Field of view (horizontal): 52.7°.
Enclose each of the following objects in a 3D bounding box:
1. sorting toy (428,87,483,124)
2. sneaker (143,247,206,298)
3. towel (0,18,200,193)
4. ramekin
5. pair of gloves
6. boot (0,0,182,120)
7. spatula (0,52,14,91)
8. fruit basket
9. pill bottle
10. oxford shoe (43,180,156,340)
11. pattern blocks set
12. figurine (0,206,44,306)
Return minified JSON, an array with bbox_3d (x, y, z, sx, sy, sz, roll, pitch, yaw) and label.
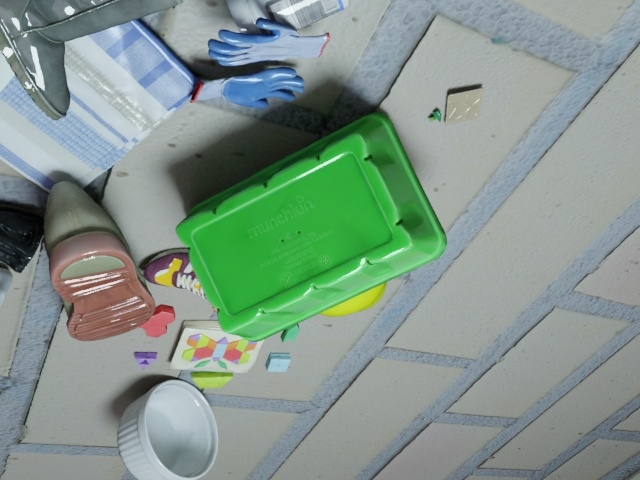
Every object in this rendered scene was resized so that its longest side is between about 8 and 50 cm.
[{"bbox_3d":[0.207,-0.205,0.993,0.083,0.012,0.062,-13,142,-8],"label":"sorting toy"},{"bbox_3d":[-0.206,0.063,1.098,0.185,0.084,0.070,-5,136,-11],"label":"sneaker"},{"bbox_3d":[-0.322,-0.187,0.849,0.285,0.034,0.209,-34,131,16],"label":"towel"},{"bbox_3d":[-0.321,0.403,1.335,0.109,0.207,0.207,-27,136,25],"label":"ramekin"},{"bbox_3d":[-0.077,-0.218,0.824,0.159,0.023,0.198,-10,166,-26],"label":"pair of gloves"},{"bbox_3d":[-0.261,-0.250,0.746,0.208,0.076,0.190,-26,144,-9],"label":"boot"},{"bbox_3d":[-0.368,-0.295,0.714,0.242,0.019,0.168,-40,123,20],"label":"spatula"},{"bbox_3d":[0.000,0.000,1.023,0.391,0.283,0.392,-26,179,-1],"label":"fruit basket"},{"bbox_3d":[-0.040,-0.294,0.785,0.137,0.078,0.078,-22,136,7],"label":"pill bottle"},{"bbox_3d":[-0.349,0.049,1.023,0.140,0.147,0.397,-16,157,-22],"label":"oxford shoe"},{"bbox_3d":[-0.205,0.213,1.295,0.324,0.026,0.286,-3,136,-13],"label":"pattern blocks set"},{"bbox_3d":[-0.553,0.009,0.957,0.209,0.092,0.215,28,123,-27],"label":"figurine"}]
